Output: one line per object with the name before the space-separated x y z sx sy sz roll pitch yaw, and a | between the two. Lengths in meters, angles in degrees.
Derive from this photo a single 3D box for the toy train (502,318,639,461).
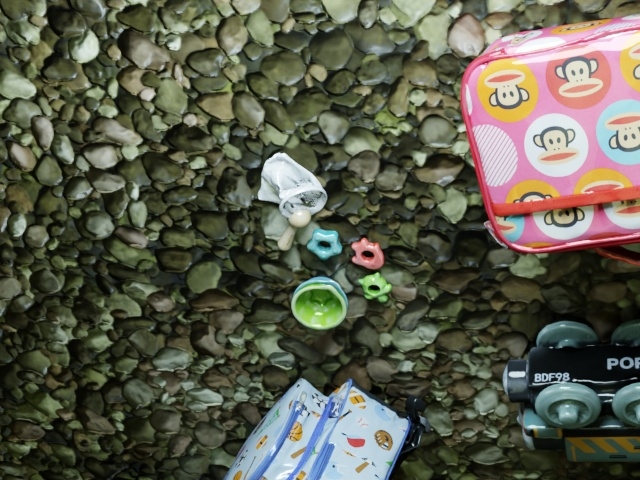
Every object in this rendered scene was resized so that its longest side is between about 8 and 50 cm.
toy train | 0.390 0.192 1.525 0.334 0.142 0.190 -4 135 14

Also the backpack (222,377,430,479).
backpack | -0.014 0.326 1.615 0.213 0.263 0.276 25 127 -8

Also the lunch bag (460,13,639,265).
lunch bag | 0.302 -0.095 1.292 0.293 0.120 0.258 -8 106 23

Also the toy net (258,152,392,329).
toy net | 0.000 0.000 1.508 0.122 0.045 0.232 -11 123 18
